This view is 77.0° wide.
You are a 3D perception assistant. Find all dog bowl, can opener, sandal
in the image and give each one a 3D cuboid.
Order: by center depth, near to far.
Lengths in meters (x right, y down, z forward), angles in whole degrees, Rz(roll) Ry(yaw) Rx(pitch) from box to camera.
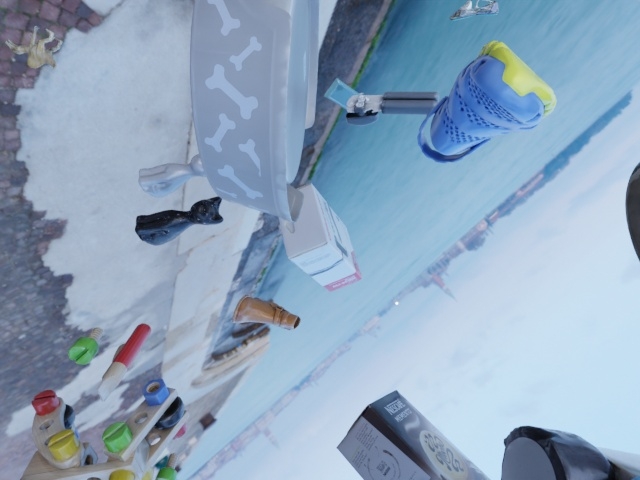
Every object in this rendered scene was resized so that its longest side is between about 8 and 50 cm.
[{"bbox_3d":[-0.066,-0.200,0.521,0.349,0.102,0.348,6,90,-89],"label":"dog bowl"},{"bbox_3d":[0.221,-0.176,0.587,0.138,0.126,0.317,-44,178,11],"label":"sandal"},{"bbox_3d":[0.212,-0.404,1.216,0.093,0.281,0.074,61,38,-55],"label":"can opener"}]

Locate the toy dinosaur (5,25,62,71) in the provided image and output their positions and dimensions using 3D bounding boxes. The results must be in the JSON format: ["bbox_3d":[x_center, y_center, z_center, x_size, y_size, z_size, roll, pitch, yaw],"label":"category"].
[{"bbox_3d":[-0.642,-0.438,0.935,0.092,0.183,0.053,-61,162,-4],"label":"toy dinosaur"}]

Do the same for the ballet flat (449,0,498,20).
[{"bbox_3d":[0.369,-0.558,0.970,0.114,0.041,0.041,-5,169,7],"label":"ballet flat"}]

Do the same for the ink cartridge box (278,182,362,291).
[{"bbox_3d":[0.000,0.000,1.119,0.114,0.197,0.273,-24,148,14],"label":"ink cartridge box"}]

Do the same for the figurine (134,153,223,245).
[{"bbox_3d":[-0.328,-0.112,0.974,0.210,0.214,0.092,-13,158,16],"label":"figurine"}]

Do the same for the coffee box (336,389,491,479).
[{"bbox_3d":[0.198,0.447,0.768,0.118,0.297,0.168,-57,151,11],"label":"coffee box"}]

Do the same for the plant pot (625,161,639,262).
[{"bbox_3d":[0.588,-0.037,0.435,0.323,0.323,0.280,-35,171,-24],"label":"plant pot"}]

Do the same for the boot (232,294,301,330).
[{"bbox_3d":[-0.143,0.207,1.106,0.197,0.152,0.072,-6,116,-74],"label":"boot"}]

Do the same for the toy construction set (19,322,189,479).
[{"bbox_3d":[-0.339,0.305,0.584,0.237,0.258,0.308,-90,-162,-65],"label":"toy construction set"}]

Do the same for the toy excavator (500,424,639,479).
[{"bbox_3d":[0.279,0.396,0.221,0.445,0.223,0.432,-175,-81,-84],"label":"toy excavator"}]

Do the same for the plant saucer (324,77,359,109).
[{"bbox_3d":[0.088,-0.458,1.301,0.067,0.018,0.192,-49,151,22],"label":"plant saucer"}]
